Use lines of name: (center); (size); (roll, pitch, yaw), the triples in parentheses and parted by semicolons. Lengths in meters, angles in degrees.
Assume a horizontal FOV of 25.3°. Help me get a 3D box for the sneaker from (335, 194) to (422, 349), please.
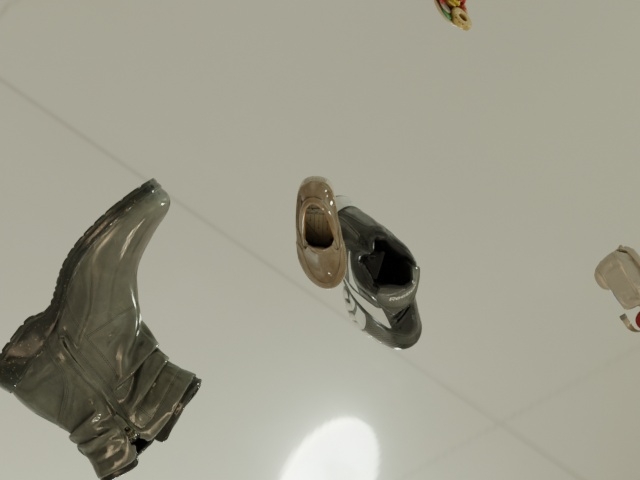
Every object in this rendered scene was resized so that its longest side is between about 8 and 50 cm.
sneaker: (0.073, 0.054, 1.627); (0.078, 0.234, 0.106); (-42, -141, -17)

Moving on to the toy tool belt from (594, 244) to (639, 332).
toy tool belt: (0.308, 0.044, 1.394); (0.052, 0.083, 0.051); (-36, 173, 35)

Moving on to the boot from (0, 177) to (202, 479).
boot: (-0.162, 0.081, 1.240); (0.246, 0.161, 0.083); (-54, 175, 14)

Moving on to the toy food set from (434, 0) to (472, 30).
toy food set: (0.201, -0.362, 2.175); (0.020, 0.082, 0.083); (-29, -141, 37)

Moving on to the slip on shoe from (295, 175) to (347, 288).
slip on shoe: (0.000, 0.000, 1.436); (0.051, 0.135, 0.041); (0, -142, 3)
